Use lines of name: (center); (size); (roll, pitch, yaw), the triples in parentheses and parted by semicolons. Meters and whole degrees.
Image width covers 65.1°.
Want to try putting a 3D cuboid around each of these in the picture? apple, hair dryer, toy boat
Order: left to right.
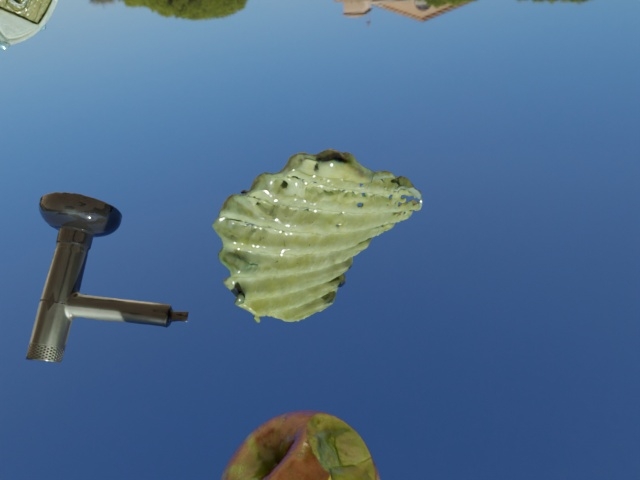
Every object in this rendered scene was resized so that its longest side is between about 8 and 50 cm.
toy boat: (-0.298, -0.277, 0.510); (0.069, 0.173, 0.059); (17, -152, -41)
hair dryer: (-0.420, 0.079, 1.012); (0.283, 0.155, 0.321); (3, -106, -22)
apple: (-0.034, 0.529, 1.023); (0.339, 0.340, 0.340); (-6, -145, 4)

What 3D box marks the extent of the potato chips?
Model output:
potato chips: (-0.003, -0.002, 0.901); (0.373, 0.389, 0.097); (-47, -126, 17)
